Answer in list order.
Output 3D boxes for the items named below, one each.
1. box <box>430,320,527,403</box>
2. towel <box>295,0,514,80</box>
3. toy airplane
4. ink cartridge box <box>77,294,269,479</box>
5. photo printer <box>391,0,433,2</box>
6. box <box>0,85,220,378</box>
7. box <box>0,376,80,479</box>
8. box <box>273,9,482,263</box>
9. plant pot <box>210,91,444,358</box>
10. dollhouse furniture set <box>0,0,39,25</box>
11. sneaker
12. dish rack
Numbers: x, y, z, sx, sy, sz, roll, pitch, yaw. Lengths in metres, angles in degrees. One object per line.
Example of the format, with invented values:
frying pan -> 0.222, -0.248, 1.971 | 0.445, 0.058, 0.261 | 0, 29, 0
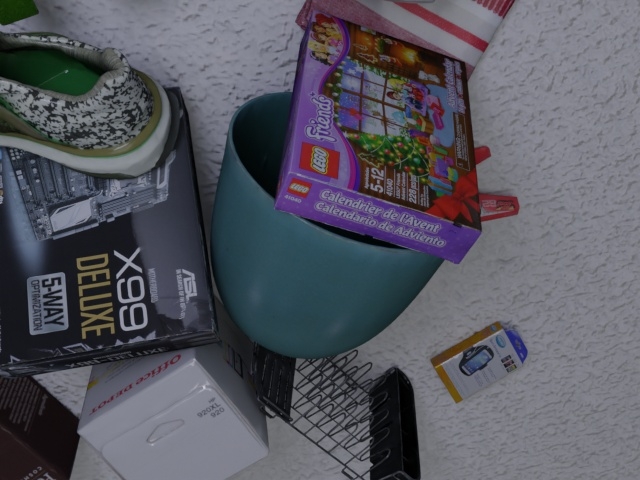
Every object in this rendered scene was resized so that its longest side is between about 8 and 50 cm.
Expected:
box -> 0.246, 0.183, 1.177 | 0.136, 0.028, 0.081 | -31, 114, 3
towel -> 0.145, -0.352, 0.925 | 0.237, 0.037, 0.329 | 23, 108, -18
toy airplane -> 0.199, -0.068, 1.059 | 0.151, 0.028, 0.151 | -4, 113, -8
ink cartridge box -> -0.184, 0.193, 1.005 | 0.171, 0.233, 0.168 | -32, 114, 7
photo printer -> 0.064, -0.420, 0.809 | 0.255, 0.107, 0.308 | 23, 106, 2
box -> -0.258, -0.013, 0.892 | 0.242, 0.076, 0.308 | -9, 71, -4
box -> -0.523, 0.214, 1.020 | 0.191, 0.143, 0.381 | -36, 115, 7
box -> 0.066, -0.123, 0.838 | 0.200, 0.293, 0.057 | 16, 136, -11
plant pot -> 0.000, 0.000, 0.931 | 0.292, 0.293, 0.235 | 14, 127, -14
dollhouse furniture set -> -0.284, -0.387, 0.720 | 0.197, 0.151, 0.302 | -23, 148, -8
sneaker -> -0.359, -0.182, 0.809 | 0.409, 0.182, 0.158 | 5, 70, -2
dish rack -> 0.020, 0.208, 1.064 | 0.074, 0.208, 0.271 | -40, 112, 22
